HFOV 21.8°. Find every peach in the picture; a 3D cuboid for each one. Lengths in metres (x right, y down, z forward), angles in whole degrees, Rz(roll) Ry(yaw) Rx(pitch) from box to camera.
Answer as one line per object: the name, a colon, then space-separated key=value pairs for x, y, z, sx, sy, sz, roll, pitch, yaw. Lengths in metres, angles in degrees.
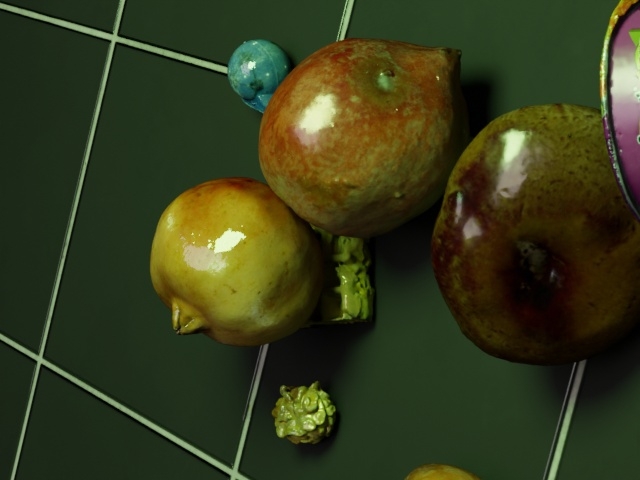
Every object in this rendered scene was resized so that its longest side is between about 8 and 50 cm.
peach: x=0.059 y=-0.130 z=1.870 sx=0.257 sy=0.232 sz=0.232 roll=-51 pitch=50 yaw=20

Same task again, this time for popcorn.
popcorn: x=-0.018 y=0.209 z=2.022 sx=0.082 sy=0.057 sz=0.083 roll=25 pitch=100 yaw=46

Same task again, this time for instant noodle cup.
instant noodle cup: x=0.394 y=-0.127 z=1.497 sx=0.190 sy=0.251 sz=0.251 roll=-5 pitch=80 yaw=38

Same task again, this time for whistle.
whistle: x=-0.067 y=-0.211 z=2.124 sx=0.158 sy=0.090 sz=0.090 roll=30 pitch=106 yaw=46

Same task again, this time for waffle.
waffle: x=0.000 y=0.000 z=2.037 sx=0.160 sy=0.055 sz=0.211 roll=-7 pitch=78 yaw=48

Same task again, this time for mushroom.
mushroom: x=0.245 y=-0.023 z=1.680 sx=0.267 sy=0.267 sz=0.254 roll=-20 pitch=36 yaw=45

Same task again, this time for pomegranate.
pomegranate: x=-0.096 y=0.023 z=1.950 sx=0.209 sy=0.209 sz=0.209 roll=-10 pitch=77 yaw=47

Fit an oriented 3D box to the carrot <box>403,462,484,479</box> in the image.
carrot: x=0.155 y=0.317 z=1.757 sx=0.159 sy=0.159 sz=0.225 roll=-57 pitch=37 yaw=25
